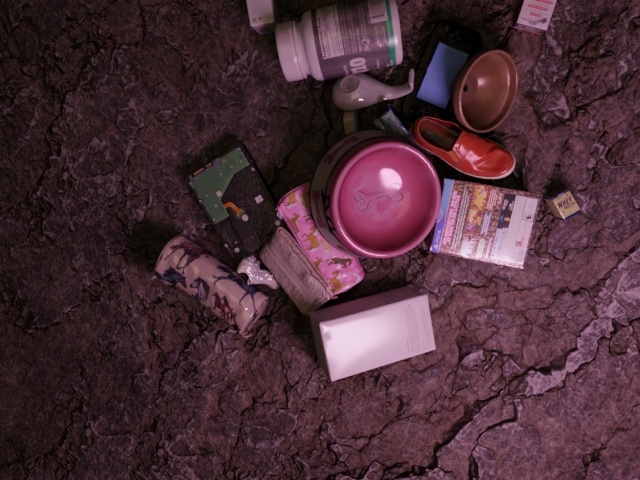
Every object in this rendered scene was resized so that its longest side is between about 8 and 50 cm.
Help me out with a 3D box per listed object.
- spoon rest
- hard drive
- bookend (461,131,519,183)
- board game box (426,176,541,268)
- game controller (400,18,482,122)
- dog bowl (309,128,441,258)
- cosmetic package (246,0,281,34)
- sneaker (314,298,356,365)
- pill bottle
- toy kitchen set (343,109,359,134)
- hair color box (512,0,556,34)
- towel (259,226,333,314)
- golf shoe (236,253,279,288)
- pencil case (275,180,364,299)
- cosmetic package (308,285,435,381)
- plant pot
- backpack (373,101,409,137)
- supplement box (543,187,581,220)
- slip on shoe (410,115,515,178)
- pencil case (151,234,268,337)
[{"bbox_3d":[0.165,-0.479,1.490,0.276,0.084,0.138,2,76,25],"label":"spoon rest"},{"bbox_3d":[-0.278,-0.127,1.631,0.236,0.064,0.339,-30,95,11],"label":"hard drive"},{"bbox_3d":[0.514,-0.236,1.496,0.157,0.072,0.156,-27,94,12],"label":"bookend"},{"bbox_3d":[0.504,-0.062,1.490,0.290,0.141,0.232,11,100,6],"label":"board game box"},{"bbox_3d":[0.377,-0.512,1.476,0.166,0.067,0.320,23,102,4],"label":"game controller"},{"bbox_3d":[0.178,-0.127,1.419,0.407,0.150,0.409,-3,103,-14],"label":"dog bowl"},{"bbox_3d":[-0.188,-0.785,1.488,0.085,0.117,0.231,-6,99,8],"label":"cosmetic package"},{"bbox_3d":[0.104,0.345,1.643,0.144,0.090,0.270,30,98,-7],"label":"sneaker"},{"bbox_3d":[0.058,-0.606,1.436,0.360,0.204,0.205,-8,98,9],"label":"pill bottle"},{"bbox_3d":[0.170,-0.319,1.529,0.165,0.122,0.207,-5,118,9],"label":"toy kitchen set"},{"bbox_3d":[0.651,-0.717,1.411,0.092,0.053,0.168,17,100,4],"label":"hair color box"},{"bbox_3d":[-0.087,0.108,1.553,0.282,0.049,0.187,51,140,6],"label":"towel"},{"bbox_3d":[-0.220,0.127,1.631,0.176,0.069,0.086,45,70,-27],"label":"golf shoe"},{"bbox_3d":[0.000,0.000,1.564,0.167,0.160,0.386,-29,95,16],"label":"pencil case"},{"bbox_3d":[0.165,0.290,1.522,0.365,0.155,0.197,-11,99,-13],"label":"cosmetic package"},{"bbox_3d":[0.473,-0.452,1.426,0.237,0.109,0.238,-13,117,-26],"label":"plant pot"},{"bbox_3d":[0.225,-0.368,1.503,0.084,0.105,0.114,-39,99,20],"label":"backpack"},{"bbox_3d":[0.753,-0.115,1.475,0.056,0.083,0.083,-31,92,10],"label":"supplement box"},{"bbox_3d":[0.423,-0.280,1.416,0.331,0.101,0.123,29,95,9],"label":"slip on shoe"},{"bbox_3d":[-0.375,0.164,1.643,0.410,0.160,0.184,35,112,2],"label":"pencil case"}]
